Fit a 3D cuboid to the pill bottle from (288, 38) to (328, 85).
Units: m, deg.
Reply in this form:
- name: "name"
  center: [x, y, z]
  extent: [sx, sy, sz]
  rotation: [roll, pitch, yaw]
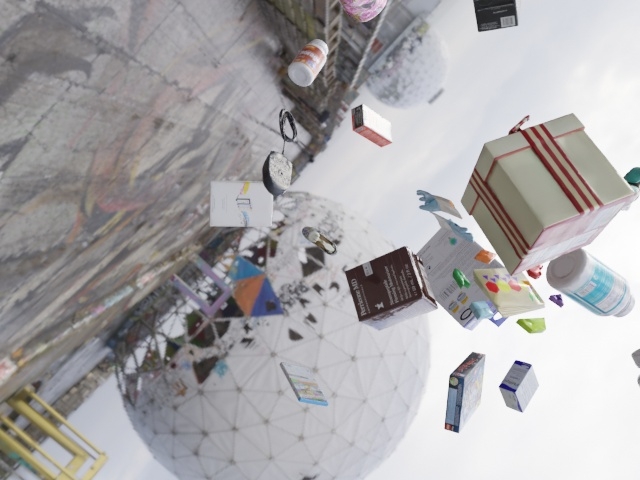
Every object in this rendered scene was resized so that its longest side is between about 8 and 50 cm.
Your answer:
- name: "pill bottle"
  center: [-0.049, -0.794, 2.542]
  extent: [0.121, 0.121, 0.216]
  rotation: [-39, -160, 55]

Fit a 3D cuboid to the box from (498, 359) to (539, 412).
- name: "box"
  center: [0.725, 0.531, 2.092]
  extent: [0.072, 0.126, 0.137]
  rotation: [11, -131, 47]

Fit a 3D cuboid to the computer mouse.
- name: "computer mouse"
  center: [-0.093, -0.195, 1.265]
  extent: [0.041, 0.071, 0.242]
  rotation: [-26, -136, 38]

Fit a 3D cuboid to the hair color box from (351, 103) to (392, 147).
- name: "hair color box"
  center: [0.148, -0.325, 1.635]
  extent: [0.043, 0.141, 0.071]
  rotation: [-18, -116, 37]

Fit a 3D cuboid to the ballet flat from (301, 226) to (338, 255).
- name: "ballet flat"
  center: [0.000, 0.000, 1.525]
  extent: [0.041, 0.114, 0.041]
  rotation: [-54, -179, 2]

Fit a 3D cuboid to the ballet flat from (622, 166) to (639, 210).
- name: "ballet flat"
  center: [1.118, -0.169, 2.091]
  extent: [0.316, 0.106, 0.108]
  rotation: [-28, -146, -32]

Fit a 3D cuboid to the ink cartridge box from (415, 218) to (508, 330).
- name: "ink cartridge box"
  center: [0.550, 0.152, 2.167]
  extent: [0.270, 0.395, 0.151]
  rotation: [-48, 150, 9]

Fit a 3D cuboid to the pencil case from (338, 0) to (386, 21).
- name: "pencil case"
  center: [0.090, -0.797, 1.670]
  extent: [0.167, 0.160, 0.386]
  rotation: [-42, 163, 7]

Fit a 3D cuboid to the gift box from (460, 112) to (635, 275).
- name: "gift box"
  center: [0.486, -0.110, 1.261]
  extent: [0.277, 0.258, 0.255]
  rotation: [-19, 153, -16]

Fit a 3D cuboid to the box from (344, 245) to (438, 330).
- name: "box"
  center: [0.211, 0.146, 1.689]
  extent: [0.203, 0.168, 0.167]
  rotation: [-24, 154, 18]

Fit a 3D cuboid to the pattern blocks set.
- name: "pattern blocks set"
  center: [0.511, 0.135, 1.550]
  extent: [0.285, 0.325, 0.026]
  rotation: [-104, -152, -44]

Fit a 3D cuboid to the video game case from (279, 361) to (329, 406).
- name: "video game case"
  center: [-0.053, 0.455, 1.818]
  extent: [0.015, 0.119, 0.166]
  rotation: [-56, -141, 14]

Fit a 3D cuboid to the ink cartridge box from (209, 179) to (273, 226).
- name: "ink cartridge box"
  center: [-0.304, -0.143, 2.187]
  extent: [0.171, 0.233, 0.168]
  rotation: [-146, -123, -77]

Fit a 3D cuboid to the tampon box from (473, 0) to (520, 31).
- name: "tampon box"
  center: [0.530, -0.715, 1.711]
  extent: [0.121, 0.101, 0.161]
  rotation: [0, -133, 25]

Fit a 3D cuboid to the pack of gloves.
- name: "pack of gloves"
  center: [0.396, -0.072, 1.878]
  extent: [0.046, 0.195, 0.232]
  rotation: [-41, -155, -5]

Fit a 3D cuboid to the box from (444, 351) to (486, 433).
- name: "box"
  center: [0.415, 0.427, 1.637]
  extent: [0.233, 0.044, 0.159]
  rotation: [-11, 107, -60]

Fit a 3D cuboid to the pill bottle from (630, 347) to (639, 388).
- name: "pill bottle"
  center: [0.813, 0.350, 1.317]
  extent: [0.124, 0.221, 0.124]
  rotation: [-23, 172, -3]

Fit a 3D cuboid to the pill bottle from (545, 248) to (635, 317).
- name: "pill bottle"
  center: [0.817, 0.135, 1.718]
  extent: [0.146, 0.264, 0.146]
  rotation: [-49, -158, 28]
